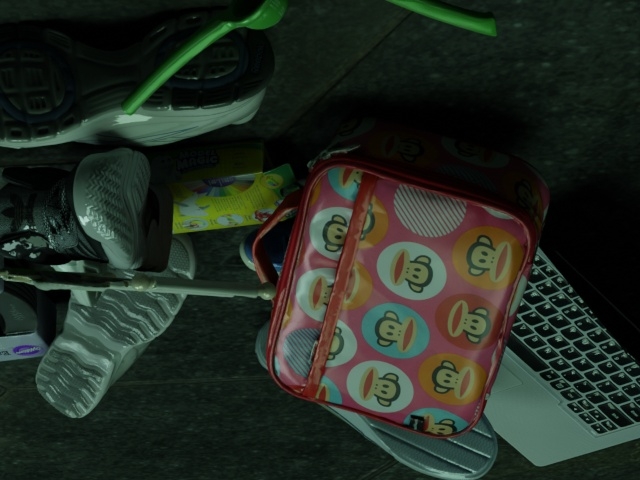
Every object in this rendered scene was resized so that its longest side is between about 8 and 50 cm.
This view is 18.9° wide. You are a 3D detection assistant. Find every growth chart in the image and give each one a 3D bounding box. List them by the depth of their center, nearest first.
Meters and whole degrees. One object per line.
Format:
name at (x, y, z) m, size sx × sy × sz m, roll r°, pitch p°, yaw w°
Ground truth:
growth chart at (-0.170, 0.039, 1.742) m, size 0.237 × 0.021 × 0.172 m, roll 2°, pitch 178°, yaw 43°

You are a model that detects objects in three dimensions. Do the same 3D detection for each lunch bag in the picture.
lunch bag at (0.062, 0.030, 1.816) m, size 0.258 × 0.120 × 0.293 m, roll 17°, pitch 125°, yaw 5°

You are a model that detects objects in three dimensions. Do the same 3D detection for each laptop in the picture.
laptop at (0.269, 0.181, 2.027) m, size 0.408 × 0.236 × 0.382 m, roll -23°, pitch 129°, yaw 36°

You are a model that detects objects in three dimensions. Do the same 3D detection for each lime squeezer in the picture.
lime squeezer at (-0.019, -0.183, 1.534) m, size 0.310 × 0.059 × 0.110 m, roll -13°, pitch 143°, yaw -1°

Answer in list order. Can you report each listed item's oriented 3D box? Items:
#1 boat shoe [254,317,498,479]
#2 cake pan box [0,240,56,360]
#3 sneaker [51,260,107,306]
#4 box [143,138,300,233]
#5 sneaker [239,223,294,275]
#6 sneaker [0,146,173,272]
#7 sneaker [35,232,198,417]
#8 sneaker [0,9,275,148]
boat shoe at (0.067, 0.171, 2.170) m, size 0.302 × 0.109 × 0.094 m, roll 31°, pitch 176°, yaw 10°
cake pan box at (-0.429, 0.063, 2.023) m, size 0.267 × 0.070 × 0.246 m, roll -7°, pitch 156°, yaw 8°
sneaker at (-0.255, 0.003, 1.910) m, size 0.061 × 0.053 × 0.152 m, roll 2°, pitch 132°, yaw 22°
box at (-0.108, -0.050, 1.847) m, size 0.179 × 0.043 × 0.105 m, roll -5°, pitch 153°, yaw 9°
sneaker at (0.000, -0.001, 1.935) m, size 0.152 × 0.058 × 0.084 m, roll 3°, pitch 160°, yaw -21°
sneaker at (-0.222, -0.023, 1.698) m, size 0.153 × 0.101 × 0.268 m, roll 3°, pitch 172°, yaw 6°
sneaker at (-0.210, 0.066, 2.039) m, size 0.105 × 0.115 × 0.281 m, roll 41°, pitch 129°, yaw -2°
sneaker at (-0.184, -0.116, 1.637) m, size 0.297 × 0.111 × 0.129 m, roll -2°, pitch 160°, yaw 2°
